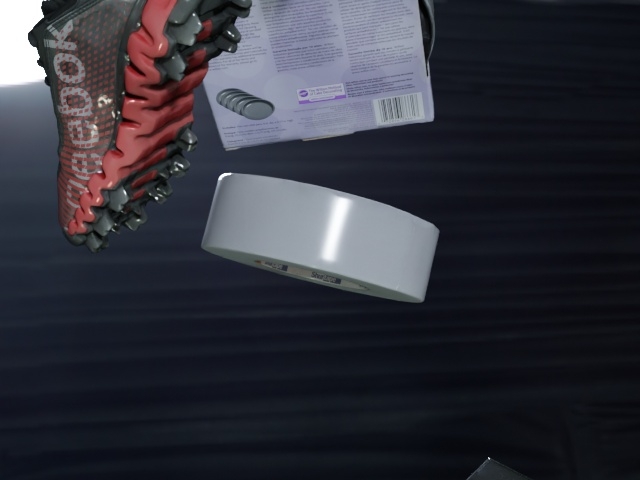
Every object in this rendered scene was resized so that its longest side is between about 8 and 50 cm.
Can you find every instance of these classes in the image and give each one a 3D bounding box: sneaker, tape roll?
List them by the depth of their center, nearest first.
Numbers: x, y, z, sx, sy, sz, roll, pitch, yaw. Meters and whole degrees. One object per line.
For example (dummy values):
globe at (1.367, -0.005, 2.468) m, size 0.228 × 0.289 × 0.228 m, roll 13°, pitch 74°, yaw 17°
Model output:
sneaker at (-0.155, -0.113, 0.772) m, size 0.097 × 0.135 × 0.276 m, roll -39°, pitch -17°, yaw -50°
tape roll at (0.000, 0.000, 0.992) m, size 0.219 × 0.219 × 0.072 m, roll 169°, pitch 115°, yaw -75°

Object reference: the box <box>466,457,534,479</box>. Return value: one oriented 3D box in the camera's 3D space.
box at (0.243, 0.327, 1.178) m, size 0.190 × 0.184 × 0.045 m, roll -7°, pitch -59°, yaw -66°

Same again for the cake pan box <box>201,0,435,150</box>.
cake pan box at (-0.007, -0.221, 1.133) m, size 0.246 × 0.266 × 0.070 m, roll 73°, pitch -167°, yaw -49°
